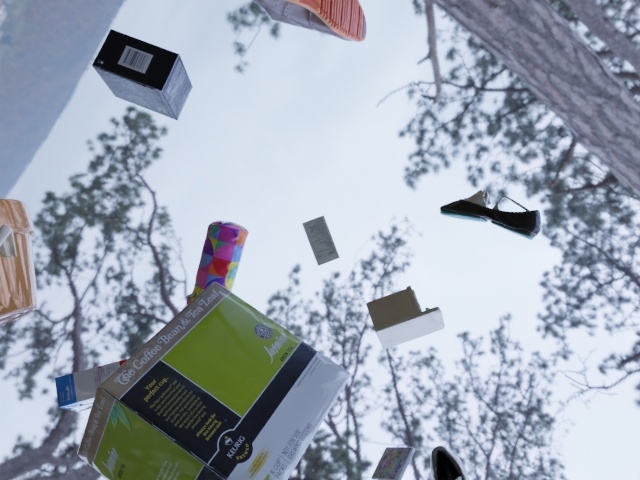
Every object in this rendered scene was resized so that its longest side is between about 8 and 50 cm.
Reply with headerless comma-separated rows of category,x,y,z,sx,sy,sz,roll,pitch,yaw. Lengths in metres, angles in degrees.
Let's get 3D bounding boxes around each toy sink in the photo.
toy sink,0.297,0.259,2.166,0.234,0.152,0.131,-20,-127,5

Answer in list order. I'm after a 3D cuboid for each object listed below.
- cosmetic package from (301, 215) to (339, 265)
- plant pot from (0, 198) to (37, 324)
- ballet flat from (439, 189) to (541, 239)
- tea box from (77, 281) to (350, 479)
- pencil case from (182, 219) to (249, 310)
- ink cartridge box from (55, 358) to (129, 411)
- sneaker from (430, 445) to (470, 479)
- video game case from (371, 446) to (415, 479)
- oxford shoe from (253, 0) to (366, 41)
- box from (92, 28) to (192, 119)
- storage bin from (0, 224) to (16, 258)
cosmetic package,0.000,0.000,1.548,0.060,0.115,0.041,-19,-177,-5
plant pot,-0.666,0.068,1.158,0.291,0.291,0.203,-23,-93,52
ballet flat,0.474,-0.081,1.717,0.280,0.095,0.096,18,-91,24
tea box,-0.179,0.304,1.095,0.329,0.324,0.220,-46,168,-53
pencil case,-0.244,0.068,1.455,0.104,0.104,0.236,28,-79,65
ink cartridge box,-0.532,0.365,1.575,0.134,0.231,0.078,91,-16,-70
sneaker,0.368,0.700,1.636,0.122,0.146,0.330,-28,-130,3
video game case,0.172,0.532,1.474,0.087,0.011,0.122,-56,-169,-29
oxford shoe,-0.035,-0.555,1.439,0.133,0.364,0.129,-5,-106,44
box,-0.371,-0.348,1.314,0.158,0.156,0.093,99,13,-79
storage bin,-0.538,0.084,0.818,0.262,0.123,0.260,-63,-164,-20
